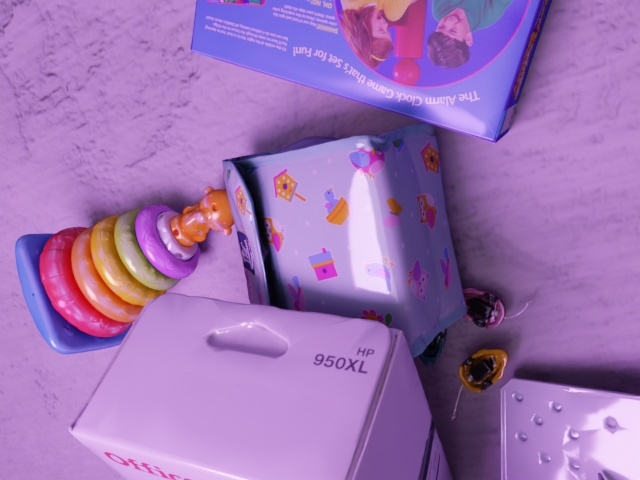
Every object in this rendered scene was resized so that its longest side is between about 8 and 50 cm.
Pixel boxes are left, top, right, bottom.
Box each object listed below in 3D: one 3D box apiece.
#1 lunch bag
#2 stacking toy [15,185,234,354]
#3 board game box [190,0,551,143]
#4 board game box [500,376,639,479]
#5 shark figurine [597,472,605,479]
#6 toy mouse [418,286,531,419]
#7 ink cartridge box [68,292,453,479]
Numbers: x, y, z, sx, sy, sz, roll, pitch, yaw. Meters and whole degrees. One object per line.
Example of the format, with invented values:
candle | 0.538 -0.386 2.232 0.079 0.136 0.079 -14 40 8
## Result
lunch bag | 0.000 0.000 0.665 0.262 0.160 0.223 -3 104 38
stacking toy | -0.227 0.013 0.803 0.302 0.166 0.175 -28 79 19
board game box | 0.047 -0.261 0.600 0.347 0.078 0.233 22 115 19
board game box | 0.355 0.340 0.547 0.390 0.050 0.389 -2 88 44
shark figurine | 0.150 0.303 0.530 0.278 0.166 0.116 -29 72 4
toy mouse | 0.157 0.096 0.689 0.143 0.031 0.161 48 116 19
ink cartridge box | -0.026 0.252 0.662 0.286 0.166 0.395 3 138 26
